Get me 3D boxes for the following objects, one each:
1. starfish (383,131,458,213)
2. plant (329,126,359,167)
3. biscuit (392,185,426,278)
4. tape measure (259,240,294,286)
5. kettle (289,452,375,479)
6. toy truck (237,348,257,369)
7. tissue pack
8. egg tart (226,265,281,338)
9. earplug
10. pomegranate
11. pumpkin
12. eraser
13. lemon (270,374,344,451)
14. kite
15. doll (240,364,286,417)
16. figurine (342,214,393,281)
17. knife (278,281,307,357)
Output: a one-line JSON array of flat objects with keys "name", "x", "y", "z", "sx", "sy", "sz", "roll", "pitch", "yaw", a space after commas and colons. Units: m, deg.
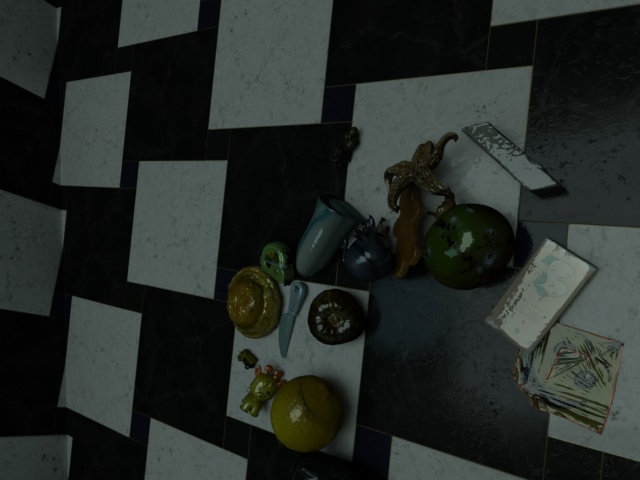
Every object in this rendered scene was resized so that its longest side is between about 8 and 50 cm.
[{"name": "starfish", "x": 0.335, "y": -0.228, "z": 1.633, "sx": 0.312, "sy": 0.113, "sz": 0.303, "roll": -42, "pitch": 30, "yaw": 13}, {"name": "plant", "x": 0.097, "y": -0.358, "z": 1.916, "sx": 0.087, "sy": 0.085, "sz": 0.174, "roll": 35, "pitch": 101, "yaw": 5}, {"name": "biscuit", "x": 0.308, "y": -0.050, "z": 1.702, "sx": 0.216, "sy": 0.047, "sz": 0.339, "roll": 124, "pitch": 155, "yaw": -59}, {"name": "tape measure", "x": -0.177, "y": 0.081, "z": 2.053, "sx": 0.177, "sy": 0.087, "sz": 0.154, "roll": 30, "pitch": 115, "yaw": 32}, {"name": "kettle", "x": 0.024, "y": 0.883, "z": 1.785, "sx": 0.290, "sy": 0.268, "sz": 0.207, "roll": 23, "pitch": 64, "yaw": 16}, {"name": "toy truck", "x": -0.316, "y": 0.509, "z": 2.139, "sx": 0.083, "sy": 0.049, "sz": 0.054, "roll": 41, "pitch": 107, "yaw": 27}, {"name": "tissue pack", "x": 0.664, "y": 0.167, "z": 1.505, "sx": 0.170, "sy": 0.071, "sz": 0.325, "roll": 39, "pitch": 106, "yaw": 29}, {"name": "egg tart", "x": -0.308, "y": 0.263, "z": 2.105, "sx": 0.319, "sy": 0.128, "sz": 0.318, "roll": -2, "pitch": 87, "yaw": 35}, {"name": "earplug", "x": 0.000, "y": 0.000, "z": 1.900, "sx": 0.185, "sy": 0.185, "sz": 0.324, "roll": 43, "pitch": 114, "yaw": 28}, {"name": "pomegranate", "x": 0.436, "y": -0.012, "z": 1.543, "sx": 0.291, "sy": 0.291, "sz": 0.323, "roll": -37, "pitch": 77, "yaw": 26}, {"name": "pumpkin", "x": 0.054, "y": 0.283, "z": 1.853, "sx": 0.219, "sy": 0.162, "sz": 0.218, "roll": 2, "pitch": 100, "yaw": 10}, {"name": "eraser", "x": 0.599, "y": -0.257, "z": 1.556, "sx": 0.077, "sy": 0.111, "sz": 0.352, "roll": -49, "pitch": 63, "yaw": 20}, {"name": "lemon", "x": -0.051, "y": 0.637, "z": 1.828, "sx": 0.293, "sy": 0.293, "sz": 0.293, "roll": -2, "pitch": 85, "yaw": 33}, {"name": "kite", "x": 0.745, "y": 0.385, "z": 1.477, "sx": 0.327, "sy": 0.013, "sz": 0.377, "roll": -39, "pitch": 66, "yaw": 24}, {"name": "doll", "x": -0.239, "y": 0.616, "z": 2.051, "sx": 0.143, "sy": 0.135, "sz": 0.220, "roll": 30, "pitch": 99, "yaw": -2}, {"name": "figurine", "x": 0.174, "y": 0.032, "z": 1.731, "sx": 0.175, "sy": 0.265, "sz": 0.197, "roll": 38, "pitch": 107, "yaw": -8}, {"name": "knife", "x": -0.131, "y": 0.324, "z": 2.042, "sx": 0.080, "sy": 0.044, "sz": 0.331, "roll": 25, "pitch": 104, "yaw": 31}]
